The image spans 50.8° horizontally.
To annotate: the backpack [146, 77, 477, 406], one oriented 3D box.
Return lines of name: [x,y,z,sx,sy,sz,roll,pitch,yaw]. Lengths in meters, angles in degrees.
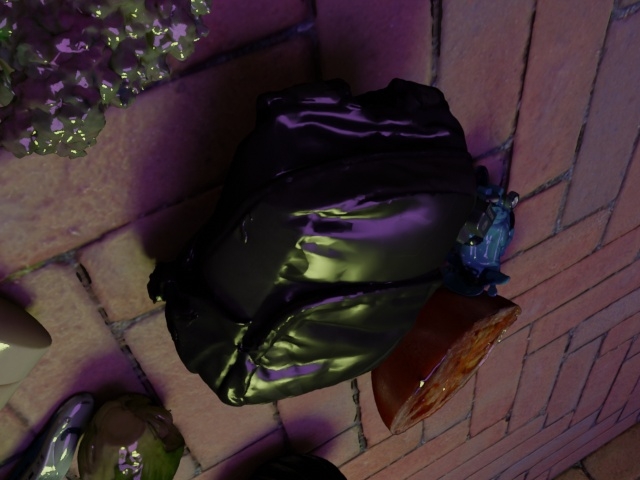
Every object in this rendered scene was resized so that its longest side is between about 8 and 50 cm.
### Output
backpack: [0.000,0.000,0.801,0.363,0.255,0.446,-8,148,-32]

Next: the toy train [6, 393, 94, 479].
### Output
toy train: [-0.391,0.315,0.970,0.234,0.051,0.052,-50,145,16]

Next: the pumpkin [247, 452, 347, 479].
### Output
pumpkin: [-0.076,0.570,1.369,0.295,0.296,0.296,-22,140,-20]

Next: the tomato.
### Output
tomato: [0.201,0.195,1.231,0.338,0.143,0.338,-34,150,-23]

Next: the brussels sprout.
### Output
brussels sprout: [-0.275,0.312,0.982,0.145,0.131,0.183,-52,154,-6]

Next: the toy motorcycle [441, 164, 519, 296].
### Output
toy motorcycle: [0.252,-0.008,1.111,0.182,0.123,0.272,-61,144,-6]

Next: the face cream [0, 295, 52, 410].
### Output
face cream: [-0.453,0.192,0.766,0.348,0.081,0.173,-48,143,14]

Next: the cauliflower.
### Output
cauliflower: [-0.205,-0.165,0.529,0.256,0.239,0.315,-41,170,-40]
